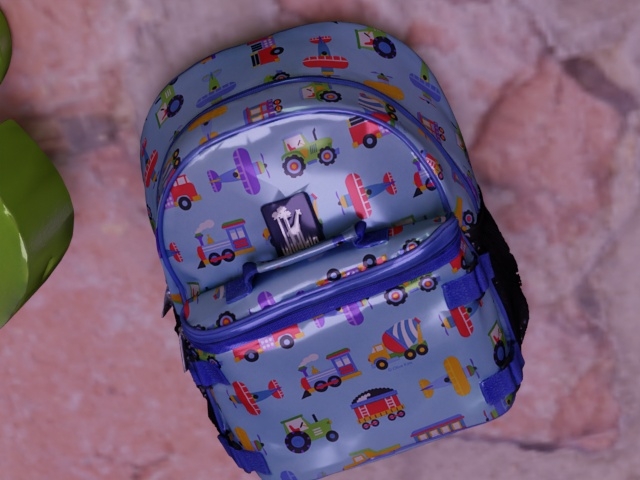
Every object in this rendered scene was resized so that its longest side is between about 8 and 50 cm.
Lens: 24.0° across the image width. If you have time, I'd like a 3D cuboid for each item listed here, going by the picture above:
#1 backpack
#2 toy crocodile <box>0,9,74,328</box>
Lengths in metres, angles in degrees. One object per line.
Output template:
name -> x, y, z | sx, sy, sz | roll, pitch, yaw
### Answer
backpack -> 0.000, 0.000, 0.662 | 0.158, 0.117, 0.173 | -16, 115, 9
toy crocodile -> -0.236, -0.093, 0.612 | 0.340, 0.115, 0.105 | 40, 113, -19
